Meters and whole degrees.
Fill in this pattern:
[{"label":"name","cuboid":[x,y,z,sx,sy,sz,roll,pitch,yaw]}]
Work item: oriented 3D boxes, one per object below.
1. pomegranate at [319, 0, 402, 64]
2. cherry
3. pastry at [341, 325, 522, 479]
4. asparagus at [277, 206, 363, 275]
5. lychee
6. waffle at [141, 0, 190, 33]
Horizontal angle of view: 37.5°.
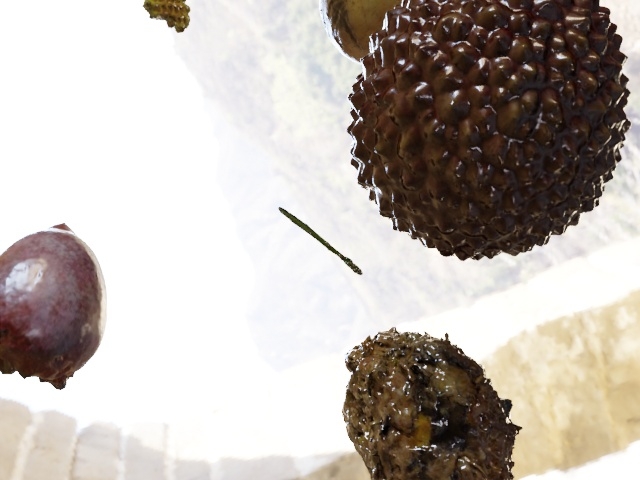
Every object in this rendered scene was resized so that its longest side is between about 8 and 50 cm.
[{"label":"pomegranate","cuboid":[0.157,-0.520,2.076,0.322,0.322,0.322,162,90,-86]},{"label":"cherry","cuboid":[-0.398,0.083,1.351,0.175,0.192,0.250,105,175,-62]},{"label":"pastry","cuboid":[0.123,0.239,1.216,0.275,0.193,0.275,44,158,23]},{"label":"asparagus","cuboid":[0.000,0.000,1.441,0.166,0.016,0.013,38,158,3]},{"label":"lychee","cuboid":[0.174,-0.132,0.998,0.330,0.305,0.306,72,177,-50]},{"label":"waffle","cuboid":[-0.178,-0.275,1.082,0.085,0.016,0.078,37,-133,-53]}]
